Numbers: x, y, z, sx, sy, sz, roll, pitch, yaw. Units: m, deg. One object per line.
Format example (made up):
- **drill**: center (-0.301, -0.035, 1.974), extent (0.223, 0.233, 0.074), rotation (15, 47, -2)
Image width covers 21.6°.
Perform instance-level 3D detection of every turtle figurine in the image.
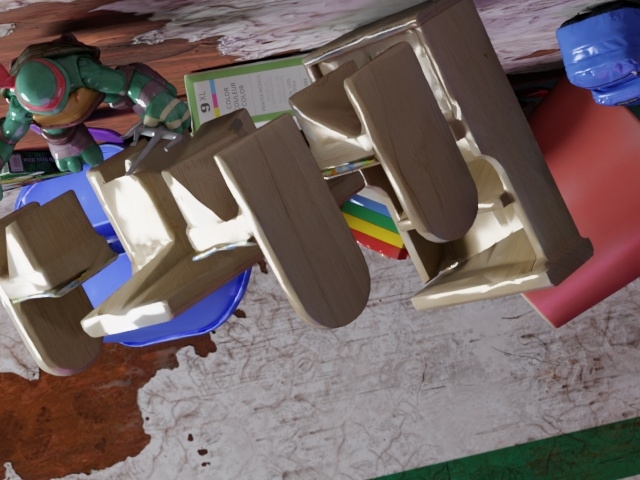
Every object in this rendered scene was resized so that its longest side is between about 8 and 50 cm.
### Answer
- **turtle figurine**: center (-0.186, -0.097, 1.260), extent (0.175, 0.118, 0.234), rotation (-14, -178, 7)

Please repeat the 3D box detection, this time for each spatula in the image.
- **spatula**: center (-0.149, -0.129, 1.695), extent (0.296, 0.030, 0.084), rotation (-11, 175, 4)

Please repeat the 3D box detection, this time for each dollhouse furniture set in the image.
- **dollhouse furniture set**: center (0.000, 0.000, 1.347), extent (0.394, 0.256, 0.362), rotation (-35, -167, -38)

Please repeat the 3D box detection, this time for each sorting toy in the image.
- **sorting toy**: center (0.033, -0.053, 2.119), extent (0.255, 0.089, 0.257), rotation (22, -173, 16)

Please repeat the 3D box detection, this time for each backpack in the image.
- **backpack**: center (0.298, -0.185, 1.652), extent (0.098, 0.101, 0.120), rotation (-21, 168, 36)

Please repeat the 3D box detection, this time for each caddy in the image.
- **caddy**: center (-0.219, 0.003, 2.031), extent (0.179, 0.241, 0.341), rotation (0, 171, -44)

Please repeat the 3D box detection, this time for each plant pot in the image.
- **plant pot**: center (0.316, -0.040, 2.083), extent (0.243, 0.275, 0.275), rotation (-44, 174, 5)

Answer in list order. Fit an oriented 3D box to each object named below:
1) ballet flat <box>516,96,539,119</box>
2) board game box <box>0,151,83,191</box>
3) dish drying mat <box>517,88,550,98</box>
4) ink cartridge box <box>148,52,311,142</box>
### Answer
- **ballet flat**: center (0.232, -0.082, 2.469), extent (0.164, 0.182, 0.483), rotation (-42, -173, -18)
- **board game box**: center (-0.421, -0.065, 1.967), extent (0.260, 0.030, 0.136), rotation (-13, 175, 31)
- **dish drying mat**: center (0.296, -0.201, 2.288), extent (0.032, 0.008, 0.083), rotation (-13, 177, 23)
- **ink cartridge box**: center (-0.076, -0.131, 1.607), extent (0.209, 0.062, 0.109), rotation (-11, 177, -2)
